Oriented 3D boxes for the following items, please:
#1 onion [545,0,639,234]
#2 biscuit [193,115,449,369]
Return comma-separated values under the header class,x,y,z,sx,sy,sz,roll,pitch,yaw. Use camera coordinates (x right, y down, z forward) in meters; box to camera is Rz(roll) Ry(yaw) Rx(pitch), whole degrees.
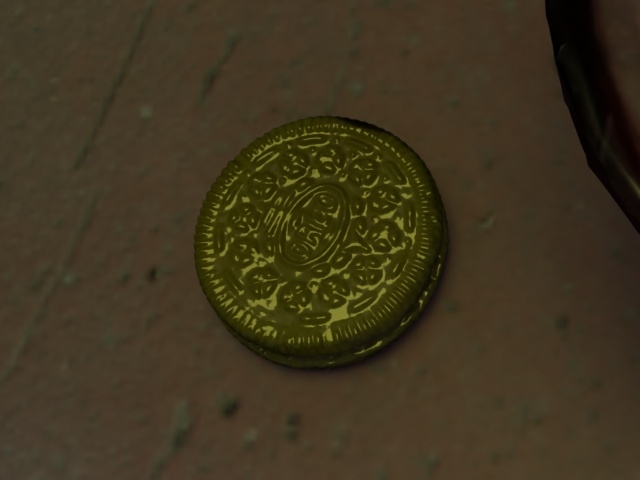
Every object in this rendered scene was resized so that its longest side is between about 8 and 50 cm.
class,x,y,z,sx,sy,sz,roll,pitch,yaw
onion,0.176,-0.109,0.362,0.272,0.256,0.230,34,34,4
biscuit,0.000,0.000,0.476,0.084,0.023,0.084,-6,65,13
